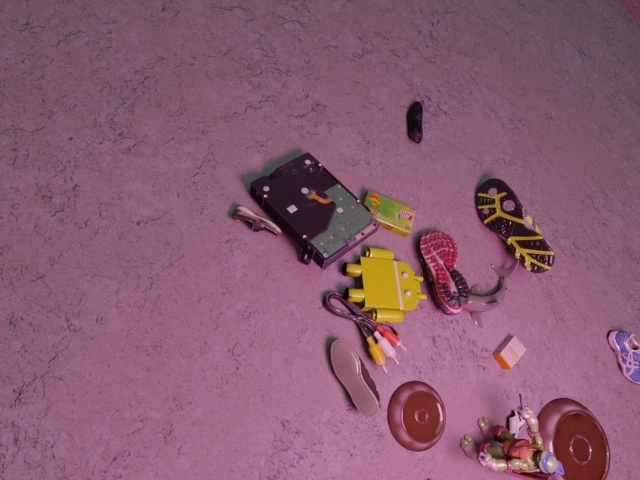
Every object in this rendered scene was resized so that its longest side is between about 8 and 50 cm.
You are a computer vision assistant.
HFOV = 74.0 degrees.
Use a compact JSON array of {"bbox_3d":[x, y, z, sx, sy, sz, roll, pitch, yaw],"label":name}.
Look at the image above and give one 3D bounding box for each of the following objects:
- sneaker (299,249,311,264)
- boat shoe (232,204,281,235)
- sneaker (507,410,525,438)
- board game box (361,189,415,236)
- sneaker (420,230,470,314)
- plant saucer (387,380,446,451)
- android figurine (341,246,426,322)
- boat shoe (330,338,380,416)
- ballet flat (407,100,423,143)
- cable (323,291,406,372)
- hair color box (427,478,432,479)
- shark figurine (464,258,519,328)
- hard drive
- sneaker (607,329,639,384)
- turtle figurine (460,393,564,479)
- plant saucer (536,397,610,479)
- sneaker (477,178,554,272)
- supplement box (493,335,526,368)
[{"bbox_3d":[0.000,0.000,1.300,0.077,0.072,0.178,29,67,-10],"label":"sneaker"},{"bbox_3d":[-0.190,-0.048,1.261,0.152,0.056,0.049,28,71,1],"label":"boat shoe"},{"bbox_3d":[0.610,0.592,1.351,0.044,0.040,0.109,37,61,13],"label":"sneaker"},{"bbox_3d":[0.222,-0.089,1.419,0.181,0.043,0.092,21,67,-12],"label":"board game box"},{"bbox_3d":[0.389,0.099,1.387,0.121,0.112,0.299,-3,59,-4],"label":"sneaker"},{"bbox_3d":[0.295,0.521,1.260,0.199,0.036,0.198,5,73,-18],"label":"plant saucer"},{"bbox_3d":[0.202,0.139,1.317,0.273,0.056,0.248,8,58,-16],"label":"android figurine"},{"bbox_3d":[0.100,0.387,1.218,0.081,0.069,0.227,-29,78,15],"label":"boat shoe"},{"bbox_3d":[0.354,-0.440,1.580,0.049,0.057,0.173,33,59,-52],"label":"ballet flat"},{"bbox_3d":[0.142,0.247,1.272,0.139,0.072,0.287,-39,89,-30],"label":"cable"},{"bbox_3d":[0.305,0.770,1.177,0.093,0.053,0.167,40,67,-3],"label":"hair color box"},{"bbox_3d":[0.585,0.183,1.425,0.278,0.116,0.166,-26,85,-22],"label":"shark figurine"},{"bbox_3d":[-0.017,-0.098,1.275,0.237,0.064,0.339,-35,69,-28],"label":"hard drive"},{"bbox_3d":[1.142,0.430,1.556,0.080,0.081,0.211,-24,84,-26],"label":"sneaker"},{"bbox_3d":[0.507,0.545,1.198,0.275,0.266,0.197,26,67,-10],"label":"turtle figurine"},{"bbox_3d":[0.838,0.682,1.393,0.311,0.050,0.310,5,73,-17],"label":"plant saucer"},{"bbox_3d":[0.699,-0.051,1.543,0.147,0.145,0.384,6,56,-58],"label":"sneaker"},{"bbox_3d":[0.633,0.374,1.421,0.098,0.036,0.062,-36,88,-25],"label":"supplement box"}]
